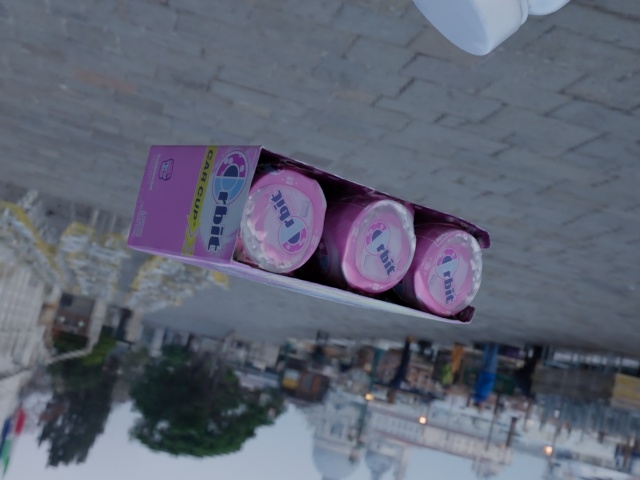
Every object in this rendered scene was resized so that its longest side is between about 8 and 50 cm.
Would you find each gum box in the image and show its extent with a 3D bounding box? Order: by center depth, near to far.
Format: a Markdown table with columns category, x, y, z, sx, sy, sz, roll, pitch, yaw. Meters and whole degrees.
| category | x | y | z | sx | sy | sz | roll | pitch | yaw |
| --- | --- | --- | --- | --- | --- | --- | --- | --- | --- |
| gum box | 0.000 | 0.000 | 0.565 | 0.188 | 0.062 | 0.107 | 17 | 173 | -39 |

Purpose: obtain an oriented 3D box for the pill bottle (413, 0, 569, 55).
| category | x | y | z | sx | sy | sz | roll | pitch | yaw |
| --- | --- | --- | --- | --- | --- | --- | --- | --- | --- |
| pill bottle | 0.210 | -0.308 | 0.880 | 0.160 | 0.283 | 0.160 | 49 | 177 | 4 |
